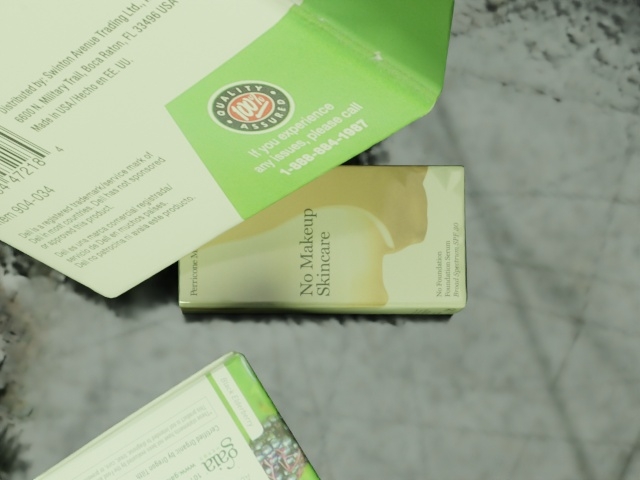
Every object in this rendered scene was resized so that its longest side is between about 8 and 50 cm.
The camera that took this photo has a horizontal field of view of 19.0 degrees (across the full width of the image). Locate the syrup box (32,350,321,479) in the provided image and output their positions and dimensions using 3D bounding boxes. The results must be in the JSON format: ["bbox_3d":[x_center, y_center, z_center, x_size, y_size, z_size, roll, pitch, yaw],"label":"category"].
[{"bbox_3d":[-0.009,0.167,0.724,0.096,0.093,0.237,-32,85,-6],"label":"syrup box"}]

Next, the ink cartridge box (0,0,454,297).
[{"bbox_3d":[-0.117,-0.113,0.638,0.273,0.198,0.115,30,53,-28],"label":"ink cartridge box"}]

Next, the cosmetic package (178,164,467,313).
[{"bbox_3d":[0.000,0.000,0.770,0.115,0.041,0.060,-1,84,-3],"label":"cosmetic package"}]
